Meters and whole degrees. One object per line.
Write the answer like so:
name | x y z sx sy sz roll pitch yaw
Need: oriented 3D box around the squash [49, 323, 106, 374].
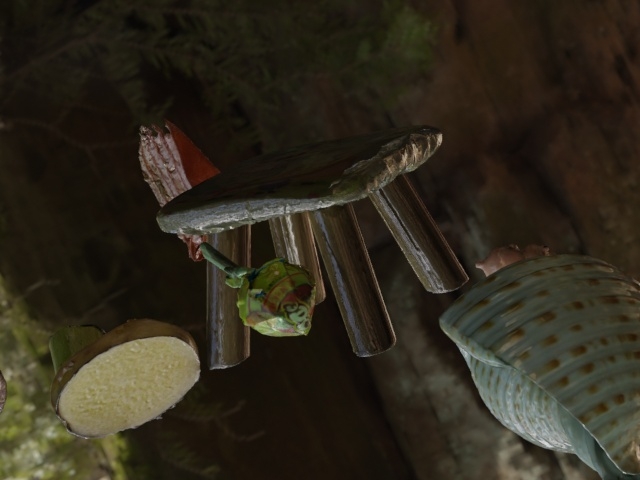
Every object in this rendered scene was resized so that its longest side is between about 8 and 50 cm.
squash | -0.376 0.228 2.012 0.095 0.095 0.188 46 -161 -44

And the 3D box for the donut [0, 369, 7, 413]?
donut | -0.548 0.227 1.849 0.141 0.217 0.085 35 -167 -41

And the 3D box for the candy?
candy | -0.080 0.037 1.317 0.262 0.077 0.073 -151 54 -62

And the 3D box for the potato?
potato | -0.258 0.169 1.652 0.081 0.200 0.164 60 177 46

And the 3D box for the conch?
conch | 0.180 0.078 0.863 0.200 0.131 0.172 30 160 50

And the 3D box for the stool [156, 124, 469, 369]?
stool | 0.000 0.000 1.596 0.310 0.310 0.226 -35 -67 -56

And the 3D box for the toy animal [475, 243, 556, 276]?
toy animal | 0.325 0.045 2.038 0.089 0.150 0.083 94 -173 -51

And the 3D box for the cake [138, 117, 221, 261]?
cake | -0.227 -0.095 2.262 0.135 0.098 0.287 -27 -96 -41
